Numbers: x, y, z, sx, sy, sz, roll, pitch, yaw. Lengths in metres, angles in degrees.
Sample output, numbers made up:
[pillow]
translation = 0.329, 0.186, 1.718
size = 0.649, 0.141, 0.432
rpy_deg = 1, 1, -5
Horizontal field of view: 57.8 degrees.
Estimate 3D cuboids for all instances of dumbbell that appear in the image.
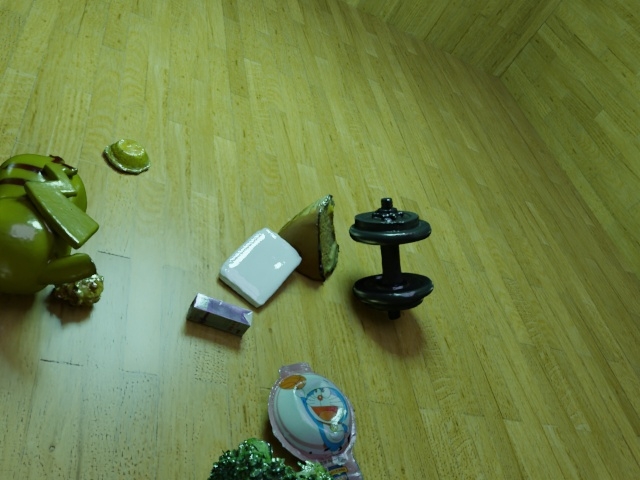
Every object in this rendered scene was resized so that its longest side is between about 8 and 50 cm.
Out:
[dumbbell]
translation = 0.165, 0.044, 1.346
size = 0.192, 0.290, 0.192
rpy_deg = -5, 13, 1

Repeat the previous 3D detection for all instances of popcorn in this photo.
[popcorn]
translation = -0.415, 0.078, 0.993
size = 0.083, 0.057, 0.082
rpy_deg = -20, 62, -46

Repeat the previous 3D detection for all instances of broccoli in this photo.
[broccoli]
translation = -0.087, 0.365, 0.873
size = 0.219, 0.194, 0.194
rpy_deg = -2, 46, -10

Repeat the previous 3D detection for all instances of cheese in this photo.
[cheese]
translation = 0.003, 0.344, 1.023
size = 0.188, 0.074, 0.286
rpy_deg = 1, 50, -36

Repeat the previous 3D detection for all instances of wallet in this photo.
[wallet]
translation = -0.129, 0.055, 1.256
size = 0.124, 0.032, 0.183
rpy_deg = 38, 45, 2

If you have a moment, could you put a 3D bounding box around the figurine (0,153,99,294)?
[figurine]
translation = -0.471, -0.022, 0.956
size = 0.218, 0.169, 0.327
rpy_deg = 9, 41, -19

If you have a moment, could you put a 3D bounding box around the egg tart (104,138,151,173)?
[egg tart]
translation = -0.430, -0.195, 1.302
size = 0.105, 0.039, 0.105
rpy_deg = 22, 37, -17

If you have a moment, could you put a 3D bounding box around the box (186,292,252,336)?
[box]
translation = -0.192, 0.143, 1.107
size = 0.117, 0.050, 0.036
rpy_deg = 22, 45, -20

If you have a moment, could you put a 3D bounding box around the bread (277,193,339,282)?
[bread]
translation = 0.000, 0.000, 1.359
size = 0.160, 0.169, 0.140
rpy_deg = 48, 34, -9
